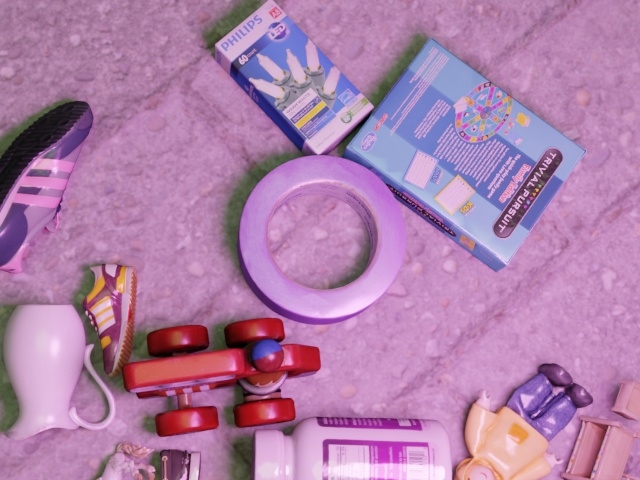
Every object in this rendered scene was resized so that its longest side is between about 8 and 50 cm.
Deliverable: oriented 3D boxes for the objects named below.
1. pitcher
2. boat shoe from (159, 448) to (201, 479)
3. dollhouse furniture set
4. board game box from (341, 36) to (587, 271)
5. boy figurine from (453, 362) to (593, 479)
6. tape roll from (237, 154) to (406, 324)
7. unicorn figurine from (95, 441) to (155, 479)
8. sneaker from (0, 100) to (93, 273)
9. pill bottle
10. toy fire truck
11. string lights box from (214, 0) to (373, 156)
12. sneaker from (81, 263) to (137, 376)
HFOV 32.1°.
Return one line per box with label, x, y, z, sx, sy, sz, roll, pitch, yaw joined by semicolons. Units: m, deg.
pitcher;-0.411;0.204;1.762;0.178;0.125;0.207;1;88;-28
boat shoe;-0.235;0.443;1.747;0.069;0.081;0.227;7;71;-2
dollhouse furniture set;0.512;0.345;1.861;0.161;0.101;0.181;30;75;-25
board game box;0.246;-0.147;1.917;0.336;0.079;0.253;37;77;1
boy figurine;0.309;0.325;1.825;0.285;0.092;0.177;-42;89;-16
tape roll;0.000;0.000;1.855;0.275;0.090;0.274;1;78;-7
unicorn figurine;-0.334;0.389;1.753;0.111;0.060;0.162;19;54;28
sneaker;-0.462;-0.088;1.826;0.112;0.131;0.319;10;55;38
pill bottle;0.044;0.363;1.747;0.302;0.169;0.169;3;78;-5
toy fire truck;-0.147;0.203;1.712;0.302;0.254;0.169;-6;80;-8
string lights box;-0.047;-0.271;1.909;0.133;0.077;0.259;-43;86;-11
sneaker;-0.348;0.129;1.805;0.084;0.069;0.185;4;72;2
